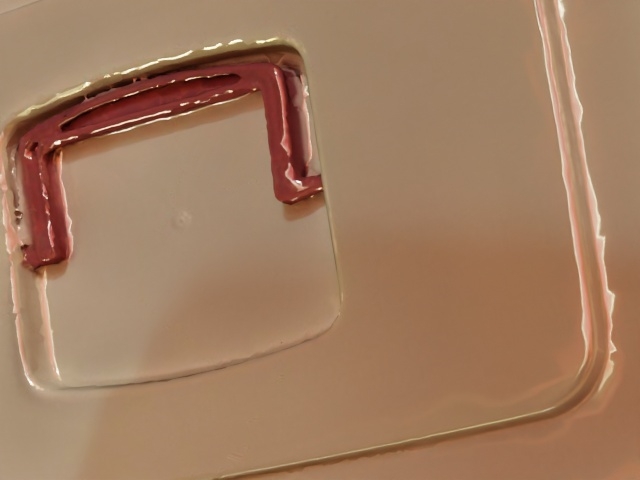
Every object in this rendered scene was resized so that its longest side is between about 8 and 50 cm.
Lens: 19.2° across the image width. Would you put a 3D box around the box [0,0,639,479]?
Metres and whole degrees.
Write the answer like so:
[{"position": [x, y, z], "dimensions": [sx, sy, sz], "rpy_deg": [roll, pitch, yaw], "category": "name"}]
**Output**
[{"position": [0.000, 0.000, 0.505], "dimensions": [0.167, 0.294, 0.193], "rpy_deg": [6, 73, -61], "category": "box"}]
